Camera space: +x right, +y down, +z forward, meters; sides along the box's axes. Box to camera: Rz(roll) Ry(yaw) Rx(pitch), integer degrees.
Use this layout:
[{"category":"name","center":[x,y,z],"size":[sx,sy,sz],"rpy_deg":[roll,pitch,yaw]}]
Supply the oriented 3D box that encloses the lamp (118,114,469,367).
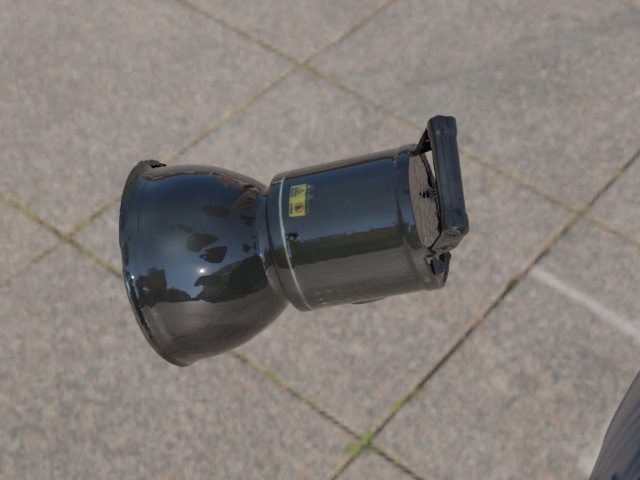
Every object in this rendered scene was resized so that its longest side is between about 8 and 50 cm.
[{"category":"lamp","center":[0.000,0.000,0.825],"size":[0.227,0.172,0.147],"rpy_deg":[-10,70,15]}]

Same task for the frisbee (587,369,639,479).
[{"category":"frisbee","center":[0.157,0.131,0.570],"size":[0.049,0.289,0.289],"rpy_deg":[21,47,0]}]
